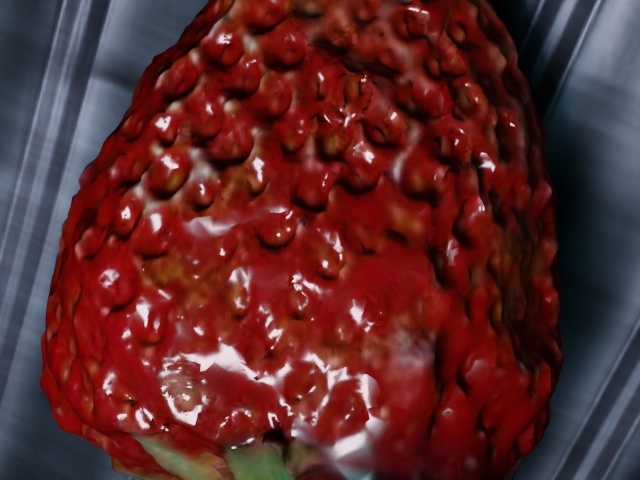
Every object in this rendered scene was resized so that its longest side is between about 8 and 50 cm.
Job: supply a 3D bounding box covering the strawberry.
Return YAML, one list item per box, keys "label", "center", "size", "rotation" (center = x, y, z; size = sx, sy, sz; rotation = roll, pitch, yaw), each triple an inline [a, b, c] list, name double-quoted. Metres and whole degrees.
- label: "strawberry"
  center: [-0.001, 0.012, 0.982]
  size: [0.291, 0.310, 0.292]
  rotation: [12, 154, 6]
